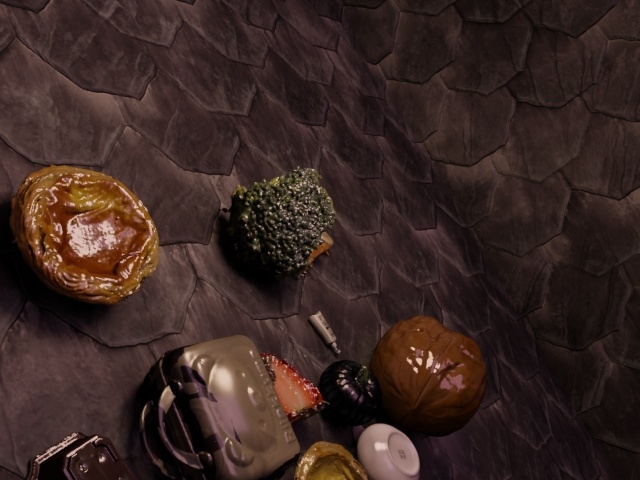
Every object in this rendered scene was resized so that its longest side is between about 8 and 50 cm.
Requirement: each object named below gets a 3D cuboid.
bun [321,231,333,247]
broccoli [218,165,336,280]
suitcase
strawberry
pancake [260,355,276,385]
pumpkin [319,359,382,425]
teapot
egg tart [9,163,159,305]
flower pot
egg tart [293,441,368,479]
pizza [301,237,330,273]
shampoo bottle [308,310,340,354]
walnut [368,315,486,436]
[{"bbox_3d":[0.000,0.000,2.460,0.086,0.055,0.086,44,17,-17],"label":"bun"},{"bbox_3d":[-0.135,-0.072,2.141,0.293,0.281,0.347,33,76,-20],"label":"broccoli"},{"bbox_3d":[-0.225,0.388,1.590,0.339,0.194,0.351,-3,62,-54],"label":"suitcase"},{"bbox_3d":[-0.093,0.385,1.896,0.167,0.087,0.208,-10,54,-44],"label":"strawberry"},{"bbox_3d":[-0.145,0.372,1.803,0.184,0.020,0.190,24,60,5],"label":"pancake"},{"bbox_3d":[0.084,0.424,2.056,0.194,0.150,0.194,14,68,-40],"label":"pumpkin"},{"bbox_3d":[0.178,0.611,1.997,0.204,0.139,0.298,28,36,-41],"label":"teapot"},{"bbox_3d":[-0.523,-0.004,1.617,0.352,0.150,0.351,30,43,-32],"label":"egg tart"},{"bbox_3d":[-0.407,0.468,1.356,0.250,0.084,0.179,56,29,4],"label":"flower pot"},{"bbox_3d":[0.022,0.631,1.799,0.279,0.095,0.278,30,42,-32],"label":"egg tart"},{"bbox_3d":[-0.063,0.040,2.325,0.188,0.062,0.198,30,41,-15],"label":"pizza"},{"bbox_3d":[0.017,0.280,2.212,0.141,0.034,0.049,57,22,5],"label":"shampoo bottle"},{"bbox_3d":[0.322,0.414,2.241,0.354,0.307,0.398,25,25,16],"label":"walnut"}]
